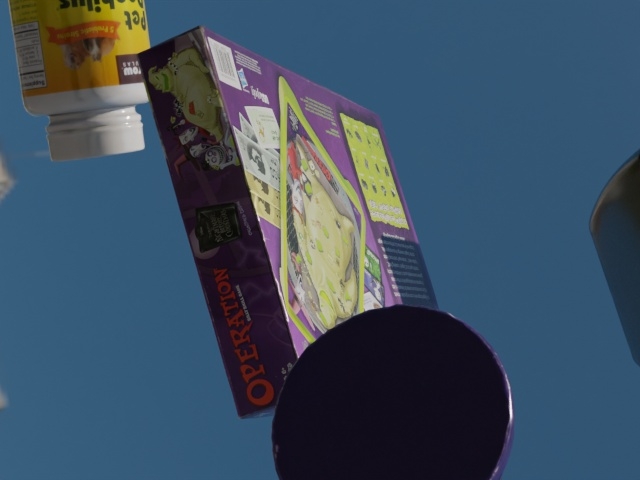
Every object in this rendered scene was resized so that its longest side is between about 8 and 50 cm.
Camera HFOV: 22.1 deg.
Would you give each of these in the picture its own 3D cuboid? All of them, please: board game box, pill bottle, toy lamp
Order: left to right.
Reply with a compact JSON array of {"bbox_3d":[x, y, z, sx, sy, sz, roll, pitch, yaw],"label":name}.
[{"bbox_3d":[-0.209,-0.180,1.428,0.117,0.117,0.215,-2,-82,45],"label":"pill bottle"},{"bbox_3d":[0.000,0.000,1.015,0.056,0.347,0.208,-23,-101,15],"label":"board game box"},{"bbox_3d":[0.066,0.107,0.565,0.080,0.275,0.080,-8,-118,16],"label":"toy lamp"}]

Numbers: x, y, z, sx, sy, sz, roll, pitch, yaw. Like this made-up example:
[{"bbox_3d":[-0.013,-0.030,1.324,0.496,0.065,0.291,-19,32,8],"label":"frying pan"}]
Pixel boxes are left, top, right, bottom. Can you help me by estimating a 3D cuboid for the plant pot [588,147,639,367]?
[{"bbox_3d":[0.305,0.010,1.207,0.167,0.188,0.187,152,-80,-72],"label":"plant pot"}]
